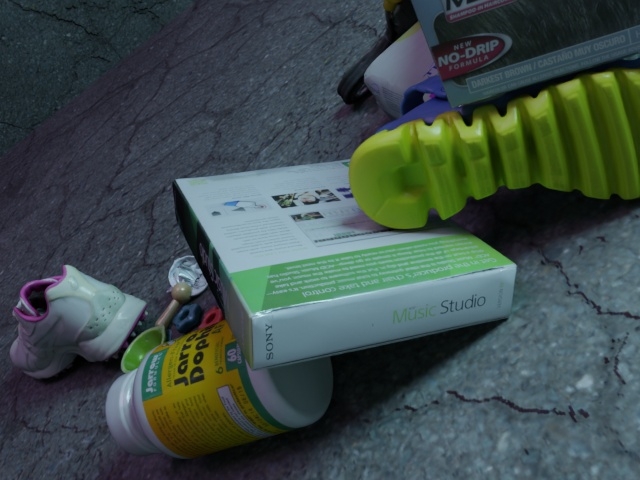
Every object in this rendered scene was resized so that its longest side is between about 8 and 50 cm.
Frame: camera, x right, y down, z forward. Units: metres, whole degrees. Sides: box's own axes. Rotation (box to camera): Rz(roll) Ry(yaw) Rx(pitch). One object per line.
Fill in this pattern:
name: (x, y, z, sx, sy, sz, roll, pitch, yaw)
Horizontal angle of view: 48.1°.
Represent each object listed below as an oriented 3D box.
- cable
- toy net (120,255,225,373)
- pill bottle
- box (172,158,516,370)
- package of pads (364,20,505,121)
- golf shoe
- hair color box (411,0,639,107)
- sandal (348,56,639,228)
cable: (0.103, -0.299, 0.956, 0.139, 0.072, 0.287, -36, -6, -31)
toy net: (-0.175, 0.079, 0.915, 0.122, 0.045, 0.232, -28, 33, 22)
pill bottle: (-0.103, 0.142, 0.688, 0.208, 0.117, 0.118, -23, 36, 28)
box: (0.000, 0.000, 0.697, 0.232, 0.058, 0.322, -9, 24, -18)
package of pads: (0.214, -0.234, 0.828, 0.296, 0.101, 0.229, -42, 31, -2)
golf shoe: (-0.367, 0.107, 0.993, 0.306, 0.140, 0.115, -22, 36, 40)
hair color box: (0.199, -0.278, 0.659, 0.185, 0.114, 0.374, -13, 33, 23)
sandal: (0.183, -0.106, 0.630, 0.317, 0.126, 0.138, -5, 37, 14)
